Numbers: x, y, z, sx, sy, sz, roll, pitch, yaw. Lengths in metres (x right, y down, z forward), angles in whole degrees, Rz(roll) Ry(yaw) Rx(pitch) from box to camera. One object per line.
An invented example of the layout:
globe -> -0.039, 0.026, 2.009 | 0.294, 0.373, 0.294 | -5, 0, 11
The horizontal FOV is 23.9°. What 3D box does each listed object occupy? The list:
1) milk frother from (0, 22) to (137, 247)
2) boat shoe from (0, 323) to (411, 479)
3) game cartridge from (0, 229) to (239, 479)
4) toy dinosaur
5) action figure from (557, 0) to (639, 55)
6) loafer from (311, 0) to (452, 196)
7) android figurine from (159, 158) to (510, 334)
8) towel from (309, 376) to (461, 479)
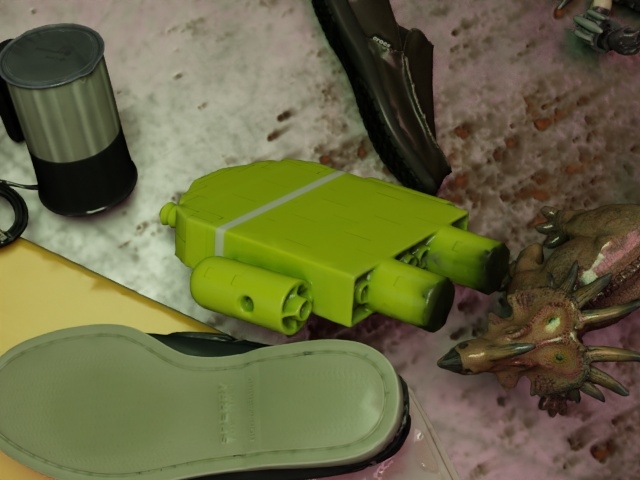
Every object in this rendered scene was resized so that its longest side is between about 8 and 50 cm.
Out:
milk frother -> -0.230, -0.078, 1.187 | 0.129, 0.134, 0.143 | 10, 46, 20
boat shoe -> -0.091, 0.131, 1.147 | 0.340, 0.113, 0.127 | -7, 70, 17
game cartridge -> -0.235, 0.157, 1.217 | 0.324, 0.052, 0.285 | 26, 80, 1
toy dinosaur -> 0.222, 0.030, 1.200 | 0.127, 0.200, 0.295 | 40, 80, 1
action figure -> 0.323, -0.186, 1.293 | 0.185, 0.099, 0.285 | -34, 82, 3
loafer -> 0.065, -0.144, 1.269 | 0.078, 0.080, 0.220 | -23, 85, -8
android figurine -> 0.000, 0.000, 1.179 | 0.273, 0.248, 0.056 | 16, 117, 30
towel -> -0.003, 0.318, 1.183 | 0.332, 0.053, 0.317 | -30, 93, -14
